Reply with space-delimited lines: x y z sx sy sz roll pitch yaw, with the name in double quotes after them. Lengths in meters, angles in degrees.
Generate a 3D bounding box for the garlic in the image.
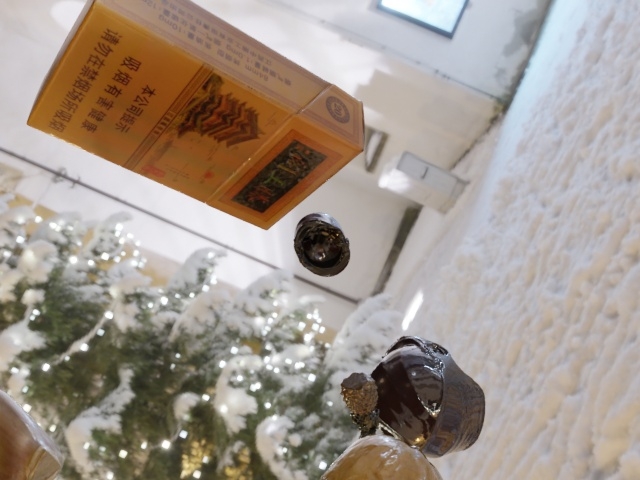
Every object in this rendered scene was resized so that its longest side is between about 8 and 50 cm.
-0.505 0.301 1.099 0.148 0.267 0.128 -59 -19 9 "garlic"

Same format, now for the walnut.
0.088 0.400 1.020 0.221 0.195 0.195 -51 -9 -24 "walnut"

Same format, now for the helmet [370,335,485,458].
0.201 0.354 1.527 0.177 0.305 0.224 -5 -57 -49 "helmet"

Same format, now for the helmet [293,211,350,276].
0.000 0.000 1.259 0.070 0.098 0.123 -100 -15 -55 "helmet"

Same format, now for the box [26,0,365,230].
-0.115 -0.125 0.670 0.174 0.274 0.076 -35 40 43 "box"

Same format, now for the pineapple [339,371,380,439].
0.083 0.330 1.315 0.074 0.074 0.159 -63 -38 -61 "pineapple"
